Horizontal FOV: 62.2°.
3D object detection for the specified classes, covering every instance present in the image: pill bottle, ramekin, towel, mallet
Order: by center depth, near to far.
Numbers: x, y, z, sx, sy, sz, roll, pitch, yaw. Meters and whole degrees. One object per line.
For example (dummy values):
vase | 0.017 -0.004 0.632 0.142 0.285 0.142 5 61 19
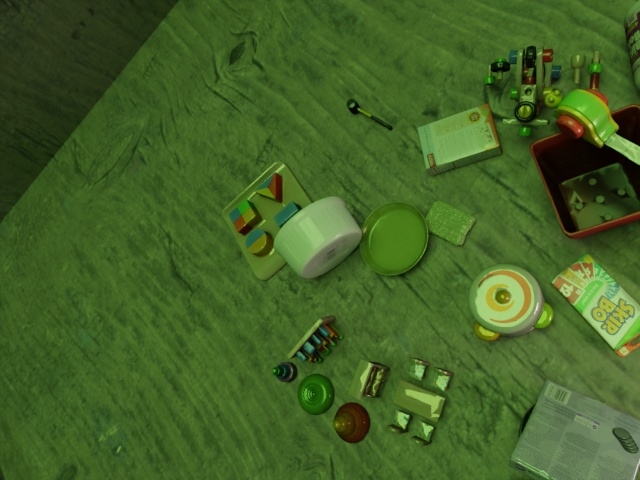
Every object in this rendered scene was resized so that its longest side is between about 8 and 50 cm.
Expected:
pill bottle | 0.927 -0.497 1.425 0.169 0.169 0.301 -7 72 25
towel | 0.397 -0.055 1.650 0.148 0.027 0.110 28 89 32
ramekin | 0.000 0.000 1.702 0.277 0.277 0.135 -41 69 11
mallet | 0.169 -0.440 1.857 0.190 0.062 0.039 36 95 30

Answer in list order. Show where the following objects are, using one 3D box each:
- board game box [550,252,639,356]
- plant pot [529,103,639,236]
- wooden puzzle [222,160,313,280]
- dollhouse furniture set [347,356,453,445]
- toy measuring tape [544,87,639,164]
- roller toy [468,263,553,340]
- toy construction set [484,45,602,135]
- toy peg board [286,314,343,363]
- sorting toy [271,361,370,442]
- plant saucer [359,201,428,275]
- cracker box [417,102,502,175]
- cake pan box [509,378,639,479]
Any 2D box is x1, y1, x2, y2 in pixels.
board game box | 0.749 0.170 1.404 0.124 0.039 0.259 -41 64 12
plant pot | 0.730 -0.143 1.385 0.267 0.236 0.267 -20 67 20
wooden puzzle | -0.188 -0.082 1.926 0.322 0.080 0.348 -40 62 11
dollhouse furniture set | 0.227 0.436 1.517 0.242 0.161 0.212 17 84 30
toy measuring tape | 0.670 -0.269 1.250 0.121 0.121 0.330 -50 61 6
roller toy | 0.508 0.166 1.460 0.209 0.146 0.191 -23 66 20
toy construction set | 0.656 -0.418 1.548 0.309 0.257 0.237 2 94 5
toy peg board | -0.005 0.325 1.679 0.079 0.160 0.161 42 97 14
sorting toy | -0.020 0.492 1.649 0.365 0.126 0.127 31 91 30
plant saucer | 0.238 -0.005 1.699 0.241 0.037 0.241 -10 72 32
cracker box | 0.438 -0.317 1.681 0.232 0.067 0.155 -15 68 22
cake pan box | 0.623 0.498 1.290 0.267 0.070 0.246 21 54 29
